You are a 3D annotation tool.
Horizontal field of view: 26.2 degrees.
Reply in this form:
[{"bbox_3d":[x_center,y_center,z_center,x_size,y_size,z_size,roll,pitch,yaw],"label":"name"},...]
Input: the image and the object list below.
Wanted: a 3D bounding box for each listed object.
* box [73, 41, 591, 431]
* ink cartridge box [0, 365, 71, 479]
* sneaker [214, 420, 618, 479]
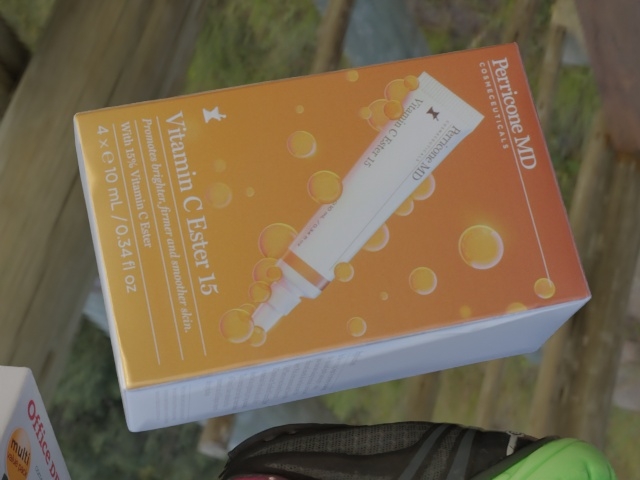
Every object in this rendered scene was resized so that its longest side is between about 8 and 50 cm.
[{"bbox_3d":[0.000,0.000,1.066,0.345,0.215,0.168,-11,164,-10],"label":"box"},{"bbox_3d":[-0.297,0.224,0.982,0.168,0.233,0.171,2,132,10],"label":"ink cartridge box"},{"bbox_3d":[-0.020,0.223,0.854,0.482,0.185,0.202,-6,-168,-40],"label":"sneaker"}]
